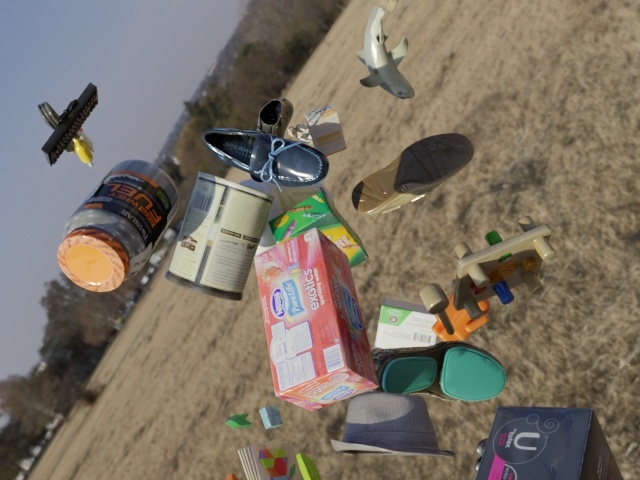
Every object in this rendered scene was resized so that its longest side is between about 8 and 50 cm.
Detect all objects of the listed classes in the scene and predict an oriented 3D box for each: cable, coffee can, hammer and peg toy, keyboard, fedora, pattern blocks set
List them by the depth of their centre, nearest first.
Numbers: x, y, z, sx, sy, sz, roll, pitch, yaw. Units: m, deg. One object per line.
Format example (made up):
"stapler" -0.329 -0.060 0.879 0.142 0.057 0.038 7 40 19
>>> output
"pattern blocks set" -0.086 0.497 1.366 0.026 0.325 0.285 -35 -15 25
"keyboard" -0.513 -0.243 1.383 0.180 0.023 0.108 -64 2 -21
"fedora" 0.148 0.383 1.399 0.275 0.243 0.125 147 130 -60
"coffee can" -0.250 -0.010 1.673 0.201 0.201 0.276 -159 87 -79
"cable" -0.637 -0.294 1.680 0.072 0.140 0.287 -22 -15 -12
"hammer and peg toy" 0.417 0.097 1.741 0.361 0.127 0.266 -22 -33 -5

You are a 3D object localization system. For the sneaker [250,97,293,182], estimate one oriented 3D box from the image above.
"sneaker" -0.138 -0.250 1.659 0.118 0.083 0.222 -40 -31 -77

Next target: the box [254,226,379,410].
"box" -0.013 0.151 1.282 0.154 0.142 0.300 -25 55 17

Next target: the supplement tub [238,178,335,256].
"supplement tub" -0.140 -0.070 2.013 0.235 0.324 0.236 7 99 47

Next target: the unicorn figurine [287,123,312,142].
"unicorn figurine" -0.008 -0.259 1.659 0.060 0.161 0.111 -65 26 6

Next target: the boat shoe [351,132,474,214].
"boat shoe" 0.243 -0.169 1.727 0.341 0.122 0.110 -25 -17 25

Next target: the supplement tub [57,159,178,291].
"supplement tub" -0.464 -0.037 1.551 0.194 0.193 0.316 -51 15 34

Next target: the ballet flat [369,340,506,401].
"ballet flat" 0.278 0.335 1.779 0.182 0.482 0.164 13 93 55

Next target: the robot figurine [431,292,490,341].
"robot figurine" 0.462 0.236 2.171 0.219 0.128 0.158 -49 -4 -2

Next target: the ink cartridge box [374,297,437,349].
"ink cartridge box" 0.301 0.375 2.411 0.121 0.211 0.290 -51 -29 -79

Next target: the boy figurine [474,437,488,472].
"boy figurine" 0.545 0.614 1.770 0.285 0.092 0.178 12 107 47

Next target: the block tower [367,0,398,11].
"block tower" -0.009 -0.515 1.193 0.097 0.335 0.091 124 162 -74

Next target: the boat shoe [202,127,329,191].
"boat shoe" -0.113 -0.156 1.290 0.089 0.258 0.109 12 -91 -70

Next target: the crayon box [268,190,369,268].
"crayon box" 0.000 0.000 1.789 0.165 0.278 0.081 -30 55 9

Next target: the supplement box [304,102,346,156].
"supplement box" 0.011 -0.221 1.357 0.062 0.098 0.036 -21 47 -3

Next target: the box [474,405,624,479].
"box" 0.335 0.380 0.931 0.143 0.270 0.165 -9 33 37

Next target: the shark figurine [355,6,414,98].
"shark figurine" 0.122 -0.449 1.506 0.116 0.166 0.279 27 129 54
